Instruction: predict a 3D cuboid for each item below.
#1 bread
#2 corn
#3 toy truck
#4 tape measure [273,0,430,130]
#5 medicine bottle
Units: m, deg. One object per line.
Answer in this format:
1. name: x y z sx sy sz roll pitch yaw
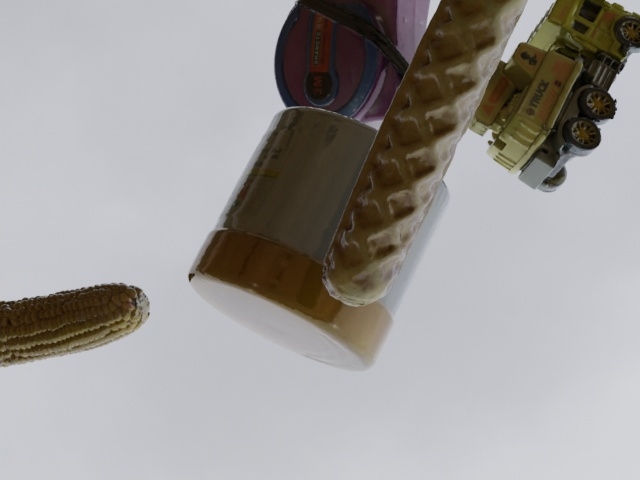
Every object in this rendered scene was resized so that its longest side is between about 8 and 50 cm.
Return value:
1. bread: 0.095 -0.101 1.138 0.084 0.077 0.367 45 -66 50
2. corn: -0.375 0.114 1.696 0.292 0.101 0.101 -13 -131 10
3. toy truck: 0.294 -0.199 1.551 0.157 0.124 0.272 32 -118 -1
4. tape measure: 0.057 -0.265 1.800 0.245 0.149 0.231 6 -84 37
5. medicine bottle: 0.000 0.000 1.422 0.238 0.238 0.231 13 -110 39
